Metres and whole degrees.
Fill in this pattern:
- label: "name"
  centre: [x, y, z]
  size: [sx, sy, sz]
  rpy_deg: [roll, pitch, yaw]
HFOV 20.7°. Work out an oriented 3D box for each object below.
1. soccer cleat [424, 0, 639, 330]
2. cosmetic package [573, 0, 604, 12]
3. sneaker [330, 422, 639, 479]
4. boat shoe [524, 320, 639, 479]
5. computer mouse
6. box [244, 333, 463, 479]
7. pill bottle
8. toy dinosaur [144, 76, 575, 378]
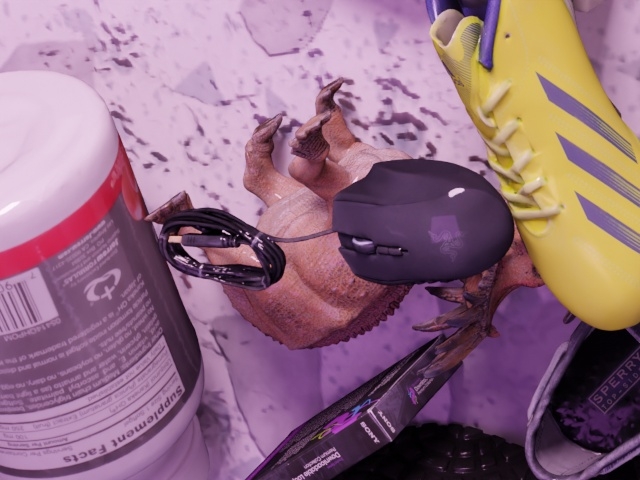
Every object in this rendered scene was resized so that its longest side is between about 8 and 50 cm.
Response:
- label: "soccer cleat"
  centre: [0.105, -0.082, 0.949]
  size: [0.093, 0.121, 0.289]
  rpy_deg: [-13, 97, 42]
- label: "cosmetic package"
  centre: [0.140, -0.193, 0.994]
  size: [0.060, 0.041, 0.115]
  rpy_deg: [16, 119, 26]
- label: "sneaker"
  centre: [0.134, 0.207, 1.142]
  size: [0.283, 0.107, 0.124]
  rpy_deg: [7, 120, 28]
- label: "boat shoe"
  centre: [0.214, 0.035, 1.014]
  size: [0.108, 0.102, 0.301]
  rpy_deg: [43, 126, 7]
- label: "computer mouse"
  centre: [0.000, 0.000, 1.001]
  size: [0.242, 0.041, 0.071]
  rpy_deg: [-7, 116, 35]
- label: "box"
  centre: [0.012, 0.131, 1.169]
  size: [0.029, 0.116, 0.162]
  rpy_deg: [51, 127, -1]
- label: "pill bottle"
  centre: [-0.179, 0.059, 1.182]
  size: [0.176, 0.176, 0.318]
  rpy_deg: [7, 134, 28]
- label: "toy dinosaur"
  centre: [0.020, 0.014, 1.115]
  size: [0.296, 0.127, 0.200]
  rpy_deg: [-26, 103, 42]
